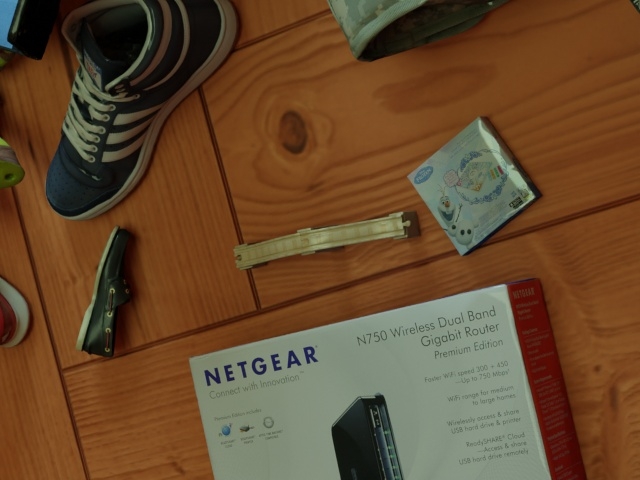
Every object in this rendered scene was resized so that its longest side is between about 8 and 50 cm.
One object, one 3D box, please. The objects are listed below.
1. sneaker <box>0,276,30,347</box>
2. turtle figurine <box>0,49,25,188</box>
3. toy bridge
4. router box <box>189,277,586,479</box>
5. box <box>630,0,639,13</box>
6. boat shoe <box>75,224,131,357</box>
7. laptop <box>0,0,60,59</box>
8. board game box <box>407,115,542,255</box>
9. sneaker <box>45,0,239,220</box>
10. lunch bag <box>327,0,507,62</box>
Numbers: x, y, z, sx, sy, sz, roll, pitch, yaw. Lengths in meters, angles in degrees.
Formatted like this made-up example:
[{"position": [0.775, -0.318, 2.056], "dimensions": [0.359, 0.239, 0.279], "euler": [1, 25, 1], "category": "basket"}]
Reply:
[{"position": [-0.413, 0.038, 1.721], "dimensions": [0.221, 0.128, 0.087], "euler": [30, 105, 22], "category": "sneaker"}, {"position": [-0.384, -0.120, 1.717], "dimensions": [0.269, 0.087, 0.217], "euler": [-32, 59, 16], "category": "turtle figurine"}, {"position": [0.000, 0.000, 1.535], "dimensions": [0.188, 0.063, 0.026], "euler": [-11, 87, 29], "category": "toy bridge"}, {"position": [0.066, 0.215, 1.501], "dimensions": [0.335, 0.082, 0.301], "euler": [-15, 86, 28], "category": "router box"}, {"position": [0.376, -0.184, 1.335], "dimensions": [0.190, 0.045, 0.184], "euler": [-41, 77, 23], "category": "box"}, {"position": [-0.209, 0.051, 1.664], "dimensions": [0.042, 0.049, 0.133], "euler": [14, 93, -1], "category": "boat shoe"}, {"position": [-0.320, -0.387, 1.563], "dimensions": [0.236, 0.408, 0.382], "euler": [17, 91, -7], "category": "laptop"}, {"position": [0.137, -0.048, 1.483], "dimensions": [0.090, 0.020, 0.090], "euler": [-40, 75, 25], "category": "board game box"}, {"position": [-0.209, -0.131, 1.588], "dimensions": [0.099, 0.153, 0.282], "euler": [48, 113, 18], "category": "sneaker"}, {"position": [0.104, -0.312, 1.403], "dimensions": [0.287, 0.169, 0.235], "euler": [-26, 81, 22], "category": "lunch bag"}]
